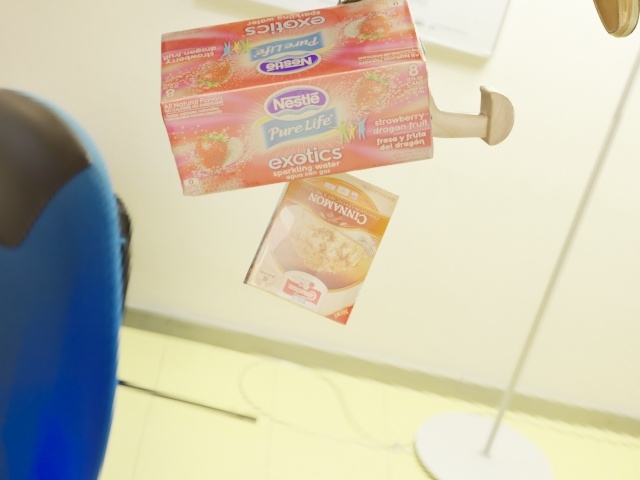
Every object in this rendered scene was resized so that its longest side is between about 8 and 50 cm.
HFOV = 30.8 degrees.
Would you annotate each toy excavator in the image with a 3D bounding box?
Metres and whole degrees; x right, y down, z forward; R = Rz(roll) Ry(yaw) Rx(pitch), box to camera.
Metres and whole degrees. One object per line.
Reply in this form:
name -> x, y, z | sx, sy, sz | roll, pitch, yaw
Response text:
toy excavator -> 0.179, -0.351, 2.635 | 0.433, 0.445, 0.222 | -27, 25, -3

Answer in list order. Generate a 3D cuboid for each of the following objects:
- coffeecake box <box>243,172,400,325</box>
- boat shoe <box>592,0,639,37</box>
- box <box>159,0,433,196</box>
coffeecake box -> 0.000, 0.000, 1.530 | 0.142, 0.185, 0.068 | 23, -5, -7
boat shoe -> 0.361, -0.354, 1.508 | 0.072, 0.190, 0.068 | -2, -14, -30
box -> -0.029, -0.168, 1.357 | 0.300, 0.142, 0.154 | -8, 42, 1
